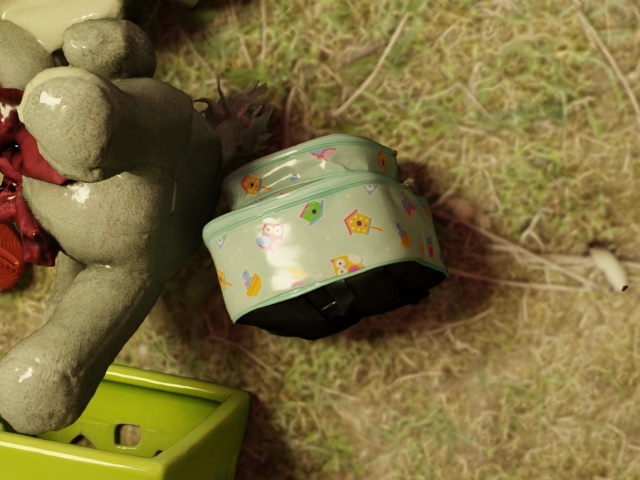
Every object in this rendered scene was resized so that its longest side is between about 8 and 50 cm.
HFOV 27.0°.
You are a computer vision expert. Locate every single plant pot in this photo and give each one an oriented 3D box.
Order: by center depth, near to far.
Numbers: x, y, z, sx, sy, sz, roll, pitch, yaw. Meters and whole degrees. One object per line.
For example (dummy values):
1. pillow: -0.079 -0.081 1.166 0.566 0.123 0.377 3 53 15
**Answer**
1. plant pot: -0.199 0.222 1.050 0.227 0.228 0.207 9 99 12

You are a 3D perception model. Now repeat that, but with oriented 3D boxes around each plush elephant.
1. plush elephant: -0.214 -0.075 1.004 0.255 0.330 0.272 20 124 15

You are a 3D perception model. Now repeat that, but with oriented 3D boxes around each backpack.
1. backpack: 0.000 0.000 1.012 0.166 0.188 0.144 -18 87 14

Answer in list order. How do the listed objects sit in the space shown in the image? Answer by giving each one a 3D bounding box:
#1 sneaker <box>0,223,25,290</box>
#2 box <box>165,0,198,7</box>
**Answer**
1. sneaker: -0.374 0.005 1.170 0.221 0.128 0.087 25 55 -10
2. box: -0.216 -0.273 1.059 0.275 0.094 0.113 15 93 -10
